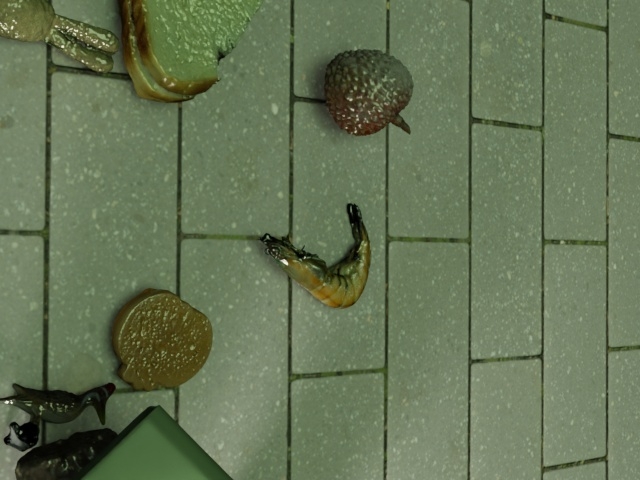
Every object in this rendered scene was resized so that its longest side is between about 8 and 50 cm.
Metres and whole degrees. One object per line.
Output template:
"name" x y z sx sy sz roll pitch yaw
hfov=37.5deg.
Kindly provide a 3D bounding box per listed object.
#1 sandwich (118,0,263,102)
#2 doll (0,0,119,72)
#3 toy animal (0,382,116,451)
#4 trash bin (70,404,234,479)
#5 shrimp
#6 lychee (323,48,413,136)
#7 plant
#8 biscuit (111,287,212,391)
"sandwich" -0.188 -0.356 1.531 0.288 0.099 0.254 -11 89 -35
"doll" -0.433 -0.336 1.367 0.285 0.091 0.203 -7 127 -25
"toy animal" -0.395 0.248 1.397 0.202 0.070 0.105 -14 71 -33
"trash bin" -0.177 0.409 1.243 0.223 0.158 0.343 -43 95 -22
"shrimp" 0.000 0.000 1.698 0.262 0.051 0.198 33 64 -34
"lychee" 0.093 -0.259 1.692 0.197 0.165 0.165 44 64 -4
"plant" -0.319 0.441 1.365 0.194 0.181 0.321 -16 92 -15
"biscuit" -0.261 0.163 1.505 0.170 0.050 0.170 -6 101 -33
